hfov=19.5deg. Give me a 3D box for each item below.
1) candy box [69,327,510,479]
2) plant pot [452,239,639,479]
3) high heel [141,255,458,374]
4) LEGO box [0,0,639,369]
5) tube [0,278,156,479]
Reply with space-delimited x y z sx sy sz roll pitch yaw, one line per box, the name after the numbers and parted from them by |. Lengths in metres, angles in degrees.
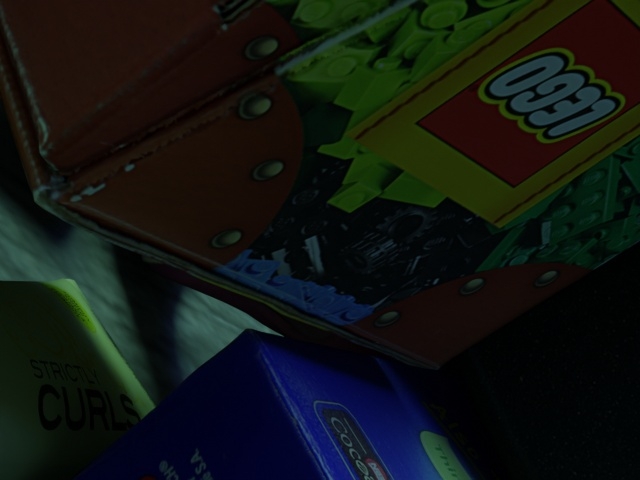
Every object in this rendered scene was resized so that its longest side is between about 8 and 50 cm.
0.073 0.182 0.599 0.317 0.122 0.268 18 38 -60 | candy box
0.152 0.041 0.590 0.188 0.187 0.167 29 46 -54 | plant pot
0.000 0.000 0.741 0.117 0.082 0.244 27 -2 -13 | high heel
0.043 -0.280 0.529 0.193 0.372 0.500 26 36 -55 | LEGO box
-0.101 0.041 0.547 0.240 0.062 0.070 15 81 -71 | tube
